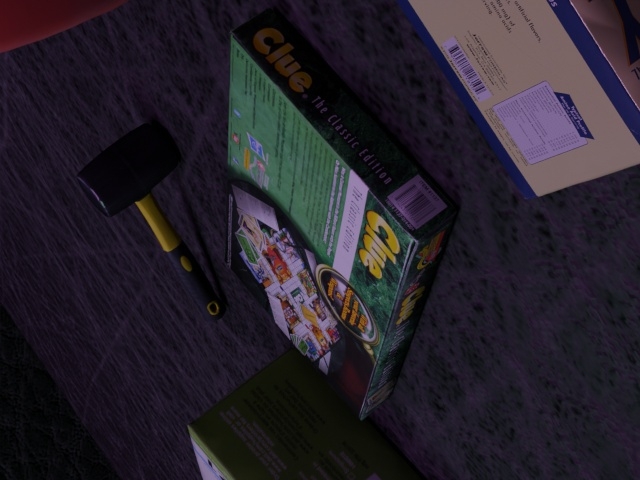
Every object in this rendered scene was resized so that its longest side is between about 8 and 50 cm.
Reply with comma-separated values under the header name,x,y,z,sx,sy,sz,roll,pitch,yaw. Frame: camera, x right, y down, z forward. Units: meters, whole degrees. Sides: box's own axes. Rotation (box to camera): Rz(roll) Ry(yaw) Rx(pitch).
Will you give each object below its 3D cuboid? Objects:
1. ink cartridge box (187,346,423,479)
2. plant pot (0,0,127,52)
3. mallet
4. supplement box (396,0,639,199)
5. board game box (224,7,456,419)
name,x,y,z,sx,sy,sz,roll,pitch,yaw
ink cartridge box,0.011,0.220,0.991,0.189,0.097,0.255,45,159,25
plant pot,-0.156,-0.222,0.419,0.275,0.275,0.243,41,147,35
mallet,-0.098,-0.008,0.969,0.039,0.062,0.189,41,172,39
supplement box,0.075,-0.065,0.399,0.083,0.056,0.083,56,162,-5
board game box,0.000,0.000,0.743,0.136,0.030,0.259,51,162,17
